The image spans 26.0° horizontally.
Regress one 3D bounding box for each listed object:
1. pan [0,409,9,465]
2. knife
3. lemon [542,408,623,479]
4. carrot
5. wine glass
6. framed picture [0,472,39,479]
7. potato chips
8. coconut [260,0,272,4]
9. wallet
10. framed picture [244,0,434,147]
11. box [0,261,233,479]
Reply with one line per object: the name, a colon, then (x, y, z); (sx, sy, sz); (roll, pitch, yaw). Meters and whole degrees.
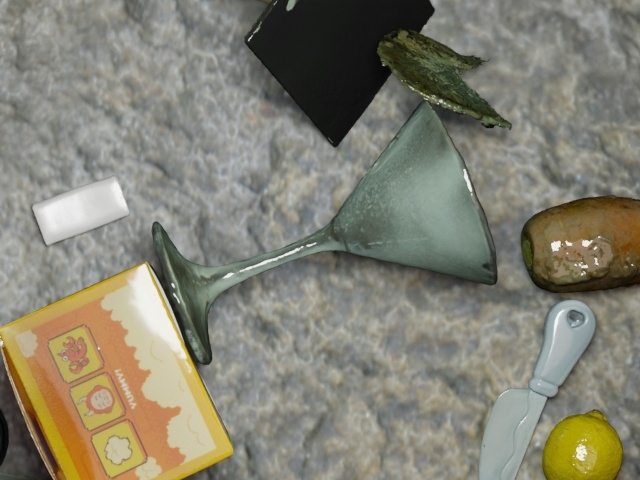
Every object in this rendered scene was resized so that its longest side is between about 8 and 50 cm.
pan: (-0.523, 0.301, 1.856); (0.235, 0.028, 0.136); (-44, 92, -6)
knife: (0.286, 0.231, 1.940); (0.080, 0.044, 0.331); (27, 89, -5)
lemon: (0.361, 0.296, 1.906); (0.109, 0.109, 0.133); (23, 77, -4)
carrot: (0.428, 0.002, 1.918); (0.302, 0.139, 0.139); (-5, 88, -13)
wine glass: (0.000, 0.000, 1.814); (0.406, 0.267, 0.267); (-19, 90, -3)
framed picture: (-0.416, 0.404, 1.815); (0.252, 0.014, 0.197); (18, 85, -34)
potato chips: (0.167, -0.225, 1.861); (0.202, 0.220, 0.029); (23, 118, -9)
coconut: (-0.055, -0.454, 1.818); (0.297, 0.254, 0.297); (-3, 80, 16)
wallet: (-0.326, -0.042, 1.891); (0.122, 0.025, 0.061); (-21, 88, -7)
framed picture: (0.035, -0.282, 1.809); (0.013, 0.324, 0.244); (32, 84, 29)
box: (-0.258, 0.184, 1.759); (0.214, 0.283, 0.259); (-26, 90, -7)
